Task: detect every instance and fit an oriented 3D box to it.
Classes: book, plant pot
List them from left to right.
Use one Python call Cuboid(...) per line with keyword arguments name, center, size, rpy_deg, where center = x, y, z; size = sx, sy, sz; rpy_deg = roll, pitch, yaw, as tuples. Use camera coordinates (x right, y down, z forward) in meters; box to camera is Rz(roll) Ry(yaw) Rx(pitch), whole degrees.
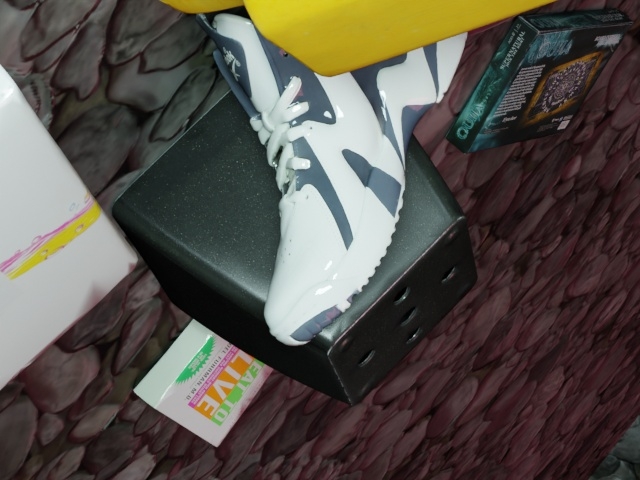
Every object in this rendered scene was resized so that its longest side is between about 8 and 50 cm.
Cuboid(name="book", center=(-0.086, 0.103, 1.327), size=(0.096, 0.035, 0.144), rpy_deg=(-51, 157, -4))
Cuboid(name="plant pot", center=(0.000, 0.000, 1.130), size=(0.188, 0.167, 0.187), rpy_deg=(-44, 157, -9))

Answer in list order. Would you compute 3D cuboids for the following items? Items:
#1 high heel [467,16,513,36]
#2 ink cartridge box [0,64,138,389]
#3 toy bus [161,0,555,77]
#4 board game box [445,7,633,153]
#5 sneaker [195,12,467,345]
Cuboid(name="high heel", center=(0.137, -0.294, 1.040), size=(0.181, 0.127, 0.377), rpy_deg=(31, 106, -39))
Cuboid(name="ink cartridge box", center=(-0.201, -0.026, 0.650), size=(0.168, 0.171, 0.233), rpy_deg=(-40, 166, -7))
Cuboid(name="toy bus", center=(0.063, -0.174, 0.797), size=(0.332, 0.130, 0.108), rpy_deg=(-17, 161, 22))
Cuboid(name="board game box", center=(0.192, -0.140, 1.447), size=(0.186, 0.026, 0.126), rpy_deg=(-14, 140, -55))
Cuboid(name="sneaker", center=(-0.021, -0.067, 0.992), size=(0.235, 0.153, 0.094), rpy_deg=(-65, -166, -13))
